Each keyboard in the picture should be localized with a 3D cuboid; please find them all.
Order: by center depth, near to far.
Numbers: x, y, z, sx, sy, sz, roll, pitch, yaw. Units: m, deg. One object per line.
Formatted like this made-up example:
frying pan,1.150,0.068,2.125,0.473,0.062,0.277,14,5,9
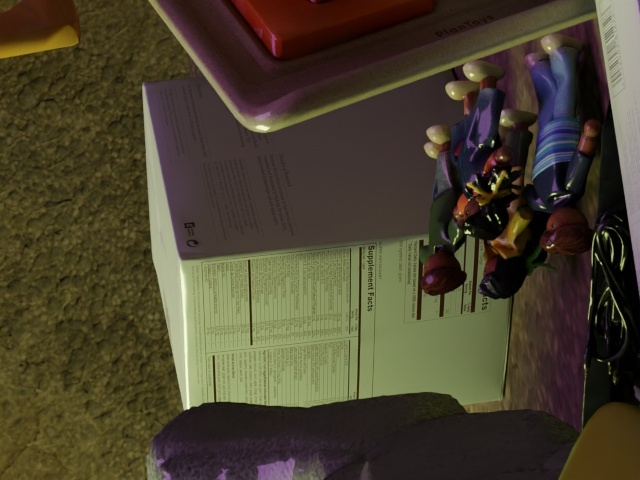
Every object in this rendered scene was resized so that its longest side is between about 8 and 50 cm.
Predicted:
keyboard,0.147,0.020,0.928,0.100,0.038,0.192,-67,-21,-56

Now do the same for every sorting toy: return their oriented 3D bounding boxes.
sorting toy,0.012,-0.130,0.707,0.196,0.347,0.047,51,152,38

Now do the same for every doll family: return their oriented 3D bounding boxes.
doll family,0.097,-0.026,1.026,0.193,0.076,0.111,103,172,-67

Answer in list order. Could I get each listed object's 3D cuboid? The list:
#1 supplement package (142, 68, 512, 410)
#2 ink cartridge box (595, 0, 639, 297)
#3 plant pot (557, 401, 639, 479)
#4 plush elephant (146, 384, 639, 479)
supplement package,0.000,0.000,1.251,0.194,0.203,0.149,-106,13,-51
ink cartridge box,0.149,-0.025,0.632,0.046,0.097,0.207,131,133,-78
plant pot,0.101,0.188,0.494,0.227,0.228,0.207,-62,-1,-29
plush elephant,0.078,0.199,0.780,0.272,0.330,0.255,-74,-35,-64
